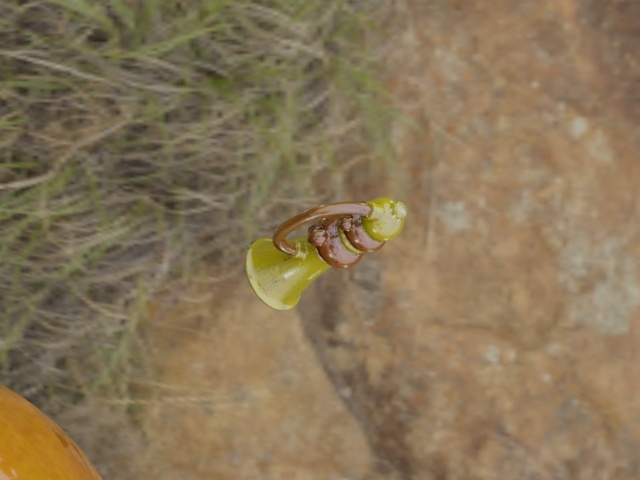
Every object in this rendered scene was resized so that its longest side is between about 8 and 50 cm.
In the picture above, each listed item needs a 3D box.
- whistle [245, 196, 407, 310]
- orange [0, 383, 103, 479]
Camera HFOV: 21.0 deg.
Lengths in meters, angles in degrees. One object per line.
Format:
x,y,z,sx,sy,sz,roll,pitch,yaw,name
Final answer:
-0.001,-0.004,0.993,0.057,0.109,0.046,37,46,-21,whistle
-0.176,0.143,0.582,0.240,0.240,0.171,-7,65,-37,orange
